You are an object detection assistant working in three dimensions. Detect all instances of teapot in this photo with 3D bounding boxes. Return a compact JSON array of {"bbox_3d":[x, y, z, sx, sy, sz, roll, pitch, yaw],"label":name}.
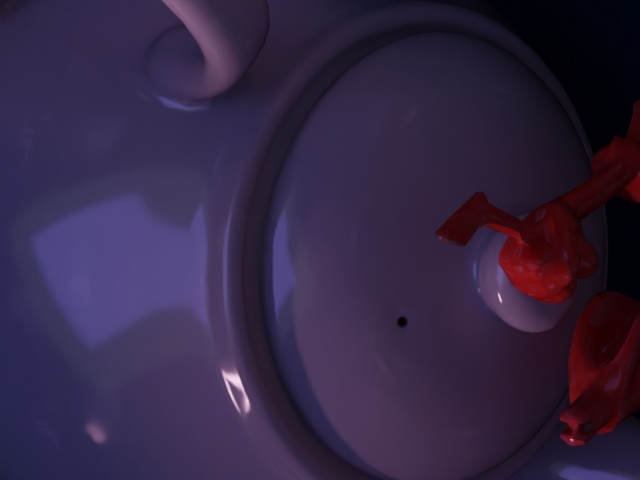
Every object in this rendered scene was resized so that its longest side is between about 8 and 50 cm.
[{"bbox_3d":[0.000,0.000,0.442,0.187,0.256,0.252,4,102,52],"label":"teapot"}]

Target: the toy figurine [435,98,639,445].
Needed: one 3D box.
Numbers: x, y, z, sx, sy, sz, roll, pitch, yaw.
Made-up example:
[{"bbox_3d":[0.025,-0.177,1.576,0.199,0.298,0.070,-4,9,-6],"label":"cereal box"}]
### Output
[{"bbox_3d":[0.180,0.139,0.339,0.217,0.191,0.363,-1,96,40],"label":"toy figurine"}]
